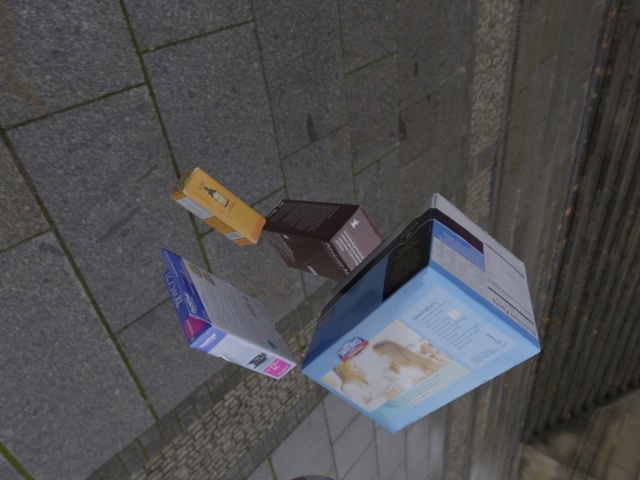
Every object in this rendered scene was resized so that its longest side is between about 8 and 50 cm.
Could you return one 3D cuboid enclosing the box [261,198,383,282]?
[{"bbox_3d":[0.000,0.000,1.298,0.143,0.381,0.191,-49,121,-22],"label":"box"}]

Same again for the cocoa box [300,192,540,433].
[{"bbox_3d":[0.167,0.139,0.824,0.347,0.231,0.228,-48,-169,35],"label":"cocoa box"}]

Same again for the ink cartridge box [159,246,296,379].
[{"bbox_3d":[-0.183,0.145,0.863,0.065,0.186,0.311,-41,140,3],"label":"ink cartridge box"}]

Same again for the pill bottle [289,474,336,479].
[{"bbox_3d":[0.009,0.263,0.356,0.124,0.124,0.221,-50,174,-22],"label":"pill bottle"}]

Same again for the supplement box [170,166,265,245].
[{"bbox_3d":[-0.250,-0.079,1.133,0.233,0.080,0.078,41,58,-36],"label":"supplement box"}]
